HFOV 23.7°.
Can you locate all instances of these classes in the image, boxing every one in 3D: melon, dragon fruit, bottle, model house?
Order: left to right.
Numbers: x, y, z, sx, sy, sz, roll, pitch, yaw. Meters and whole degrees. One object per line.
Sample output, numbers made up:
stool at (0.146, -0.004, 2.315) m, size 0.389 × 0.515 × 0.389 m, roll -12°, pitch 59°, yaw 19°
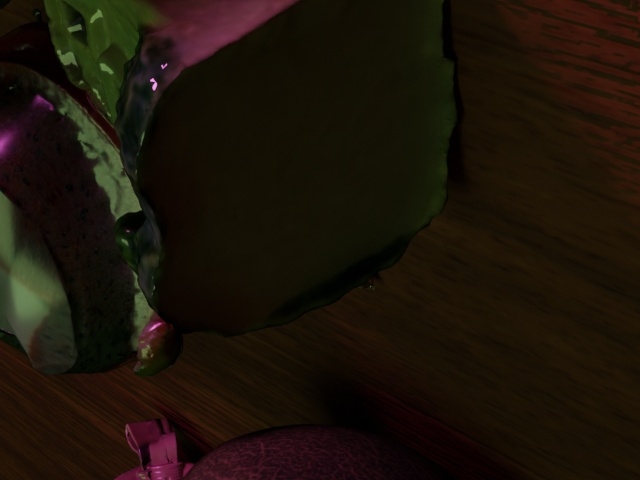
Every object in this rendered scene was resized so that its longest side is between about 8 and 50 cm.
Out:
dragon fruit at (-0.195, -0.015, 1.133) m, size 0.268 × 0.130 × 0.295 m, roll 27°, pitch 134°, yaw 18°
bottle at (-0.186, 0.318, 1.680) m, size 0.297 × 0.173 × 0.206 m, roll 120°, pitch 141°, yaw -67°
model house at (-0.059, -0.079, 0.790) m, size 0.189 × 0.195 × 0.214 m, roll 43°, pitch 156°, yaw 34°
melon at (0.009, 0.256, 1.128) m, size 0.302 × 0.237 × 0.237 m, roll 23°, pitch 146°, yaw 47°

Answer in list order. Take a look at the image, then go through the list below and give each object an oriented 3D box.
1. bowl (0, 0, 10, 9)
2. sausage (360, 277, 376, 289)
bowl at (-0.196, -0.196, 0.751) m, size 0.146 × 0.313 × 0.313 m, roll 31°, pitch 159°, yaw -7°
sausage at (0.000, 0.000, 1.016) m, size 0.100 × 0.015 × 0.015 m, roll 41°, pitch 156°, yaw 17°
